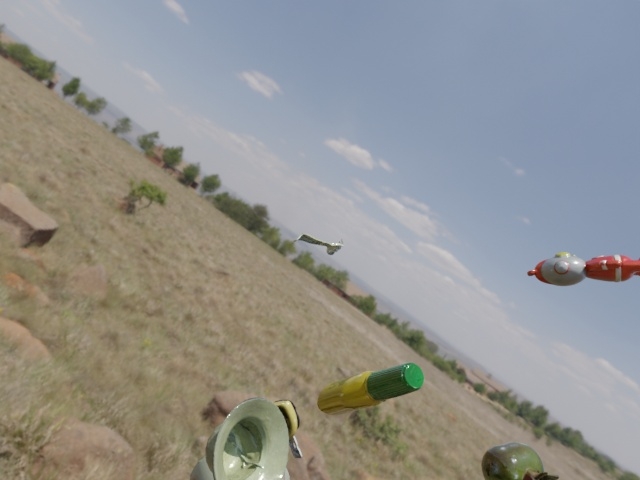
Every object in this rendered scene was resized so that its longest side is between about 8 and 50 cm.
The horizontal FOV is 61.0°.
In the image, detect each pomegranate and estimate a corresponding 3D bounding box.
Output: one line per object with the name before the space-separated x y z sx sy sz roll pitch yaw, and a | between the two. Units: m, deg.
pomegranate | 0.497 0.579 1.341 0.152 0.130 0.191 0 2 -27

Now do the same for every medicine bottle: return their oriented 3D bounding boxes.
medicine bottle | 0.089 0.267 0.983 0.260 0.095 0.064 -39 -114 51

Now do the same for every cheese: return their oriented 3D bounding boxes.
cheese | -0.087 0.506 1.453 0.036 0.086 0.162 -31 101 -61

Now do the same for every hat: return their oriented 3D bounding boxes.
hat | -0.206 0.515 1.339 0.130 0.257 0.257 -9 -32 38

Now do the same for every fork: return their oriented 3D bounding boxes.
fork | 0.003 0.006 1.028 0.028 0.034 0.219 65 18 13

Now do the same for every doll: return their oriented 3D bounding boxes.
doll | 0.593 0.064 1.216 0.245 0.076 0.142 -3 -14 25

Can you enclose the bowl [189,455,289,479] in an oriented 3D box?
bowl | -0.264 0.843 1.757 0.337 0.337 0.157 36 14 -18
